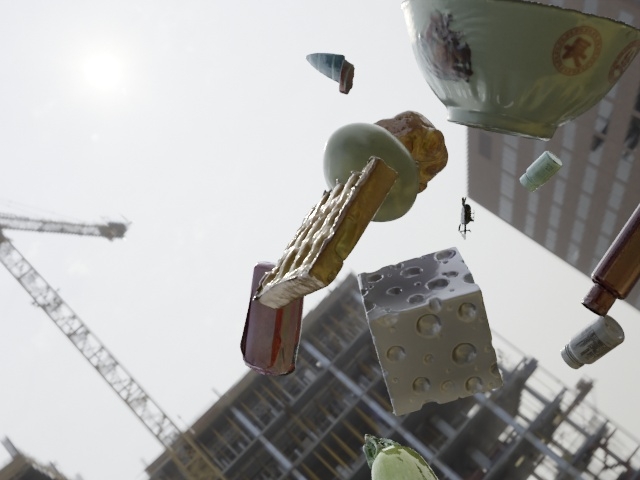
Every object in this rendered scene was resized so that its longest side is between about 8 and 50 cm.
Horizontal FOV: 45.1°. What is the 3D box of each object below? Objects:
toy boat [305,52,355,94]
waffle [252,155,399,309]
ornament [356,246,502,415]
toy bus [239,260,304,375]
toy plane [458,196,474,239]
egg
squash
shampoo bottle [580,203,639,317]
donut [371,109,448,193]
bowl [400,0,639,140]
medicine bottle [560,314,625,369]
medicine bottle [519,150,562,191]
[{"bbox_3d":[0.011,-0.349,1.535,0.034,0.122,0.096,-45,-21,-28],"label":"toy boat"},{"bbox_3d":[0.000,0.000,1.626,0.304,0.077,0.348,-59,12,-25],"label":"waffle"},{"bbox_3d":[0.229,0.189,1.668,0.239,0.240,0.239,-17,-68,3],"label":"ornament"},{"bbox_3d":[-0.122,0.202,2.012,0.147,0.127,0.303,13,-96,-68],"label":"toy bus"},{"bbox_3d":[0.396,-0.057,2.108,0.031,0.049,0.121,-7,-69,-13],"label":"toy plane"},{"bbox_3d":[0.122,-0.165,1.899,0.219,0.269,0.219,-42,0,0],"label":"egg"},{"bbox_3d":[0.134,0.369,1.117,0.137,0.287,0.137,-5,-54,-7],"label":"squash"},{"bbox_3d":[0.674,0.048,1.705,0.102,0.064,0.260,36,-91,-22],"label":"shampoo bottle"},{"bbox_3d":[0.230,-0.242,2.281,0.299,0.150,0.317,-7,-32,-36],"label":"donut"},{"bbox_3d":[0.264,-0.229,1.077,0.337,0.337,0.158,-2,-76,-55],"label":"bowl"},{"bbox_3d":[0.633,0.240,1.800,0.079,0.079,0.140,-15,-27,-48],"label":"medicine bottle"},{"bbox_3d":[0.457,-0.143,1.598,0.047,0.047,0.083,-10,-33,-51],"label":"medicine bottle"}]
